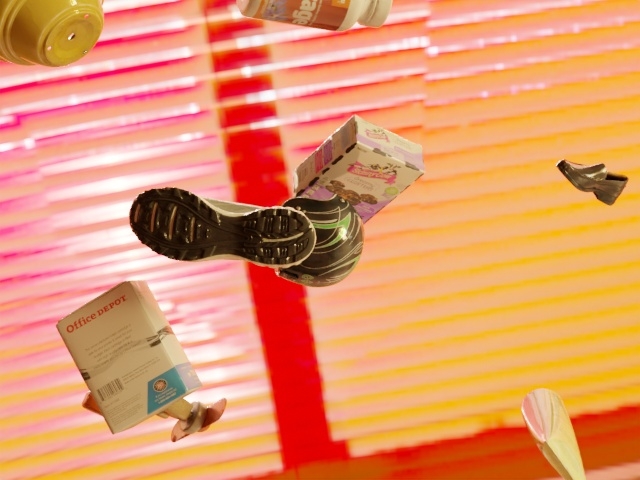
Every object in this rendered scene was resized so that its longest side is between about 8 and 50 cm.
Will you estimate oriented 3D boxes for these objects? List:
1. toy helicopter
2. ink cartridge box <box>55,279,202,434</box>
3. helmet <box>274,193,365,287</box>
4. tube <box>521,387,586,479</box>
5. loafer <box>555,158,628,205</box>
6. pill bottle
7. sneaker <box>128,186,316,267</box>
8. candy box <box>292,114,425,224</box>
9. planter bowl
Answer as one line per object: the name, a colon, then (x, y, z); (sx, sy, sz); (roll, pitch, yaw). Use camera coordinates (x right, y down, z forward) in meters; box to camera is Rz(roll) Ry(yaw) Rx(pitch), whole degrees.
toy helicopter: (-0.298, 0.297, 2.214); (0.235, 0.140, 0.355); (23, 167, -1)
ink cartridge box: (-0.287, 0.173, 1.795); (0.140, 0.190, 0.082); (-30, 172, 11)
helmet: (0.000, 0.000, 2.139); (0.161, 0.169, 0.169); (0, -156, -10)
tube: (0.304, 0.257, 1.561); (0.070, 0.062, 0.240); (13, -169, -1)
loafer: (0.503, -0.122, 2.212); (0.170, 0.061, 0.062); (19, -149, -40)
pill bottle: (-0.007, -0.375, 1.764); (0.216, 0.121, 0.121); (5, -159, -19)
sneaker: (-0.139, -0.012, 1.692); (0.271, 0.100, 0.108); (10, 179, 5)
candy box: (0.070, -0.127, 2.222); (0.165, 0.196, 0.070); (21, -133, -30)
planter bowl: (-0.386, -0.322, 1.752); (0.217, 0.217, 0.090); (-28, -117, -35)
